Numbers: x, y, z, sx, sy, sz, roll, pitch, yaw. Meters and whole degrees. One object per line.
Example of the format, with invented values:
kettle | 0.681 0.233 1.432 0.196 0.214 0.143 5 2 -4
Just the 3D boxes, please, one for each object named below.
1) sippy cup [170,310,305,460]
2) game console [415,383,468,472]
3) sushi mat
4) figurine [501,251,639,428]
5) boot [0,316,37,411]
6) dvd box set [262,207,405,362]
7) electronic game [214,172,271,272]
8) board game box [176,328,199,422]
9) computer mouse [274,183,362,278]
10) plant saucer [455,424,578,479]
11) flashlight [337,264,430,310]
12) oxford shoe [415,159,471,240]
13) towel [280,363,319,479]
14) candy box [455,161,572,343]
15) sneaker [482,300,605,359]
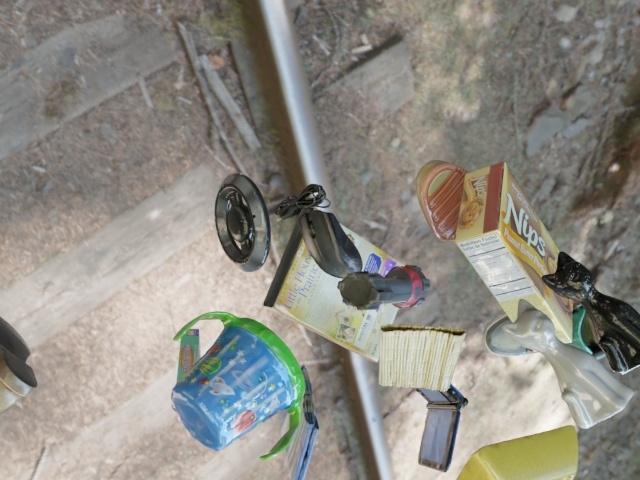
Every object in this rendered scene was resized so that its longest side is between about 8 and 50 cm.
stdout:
sippy cup | -0.191 0.320 1.646 0.224 0.306 0.240 -37 148 -35
game console | 0.261 0.450 2.016 0.173 0.250 0.293 -44 177 -14
sushi mat | 0.187 0.229 1.467 0.152 0.019 0.316 3 152 6
figurine | 0.399 0.145 1.184 0.215 0.209 0.092 -39 174 -34
boot | -0.602 0.222 1.400 0.115 0.305 0.112 -44 119 -5
dvd box set | 0.060 0.132 2.187 0.420 0.062 0.307 31 74 -34
electronic game | -0.179 -0.040 1.750 0.048 0.229 0.229 -11 126 -34
board game box | -0.326 0.340 1.909 0.047 0.160 0.210 3 142 -5
computer mouse | 0.000 0.000 1.951 0.272 0.189 0.072 54 48 -10
plant saucer | 0.365 0.534 1.528 0.333 0.081 0.332 1 122 -40
flashlight | 0.136 0.101 1.644 0.103 0.103 0.304 -38 160 24
oxford shoe | 0.263 -0.083 1.617 0.140 0.146 0.397 -46 150 3
towel | -0.056 0.455 1.856 0.034 0.285 0.209 11 108 -11
candy box | 0.365 0.033 1.409 0.316 0.088 0.182 49 38 -30
sneaker | 0.487 0.187 1.560 0.296 0.123 0.178 -14 179 5
